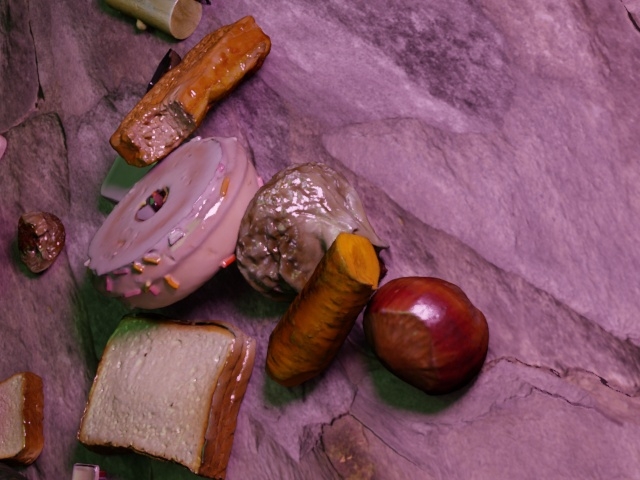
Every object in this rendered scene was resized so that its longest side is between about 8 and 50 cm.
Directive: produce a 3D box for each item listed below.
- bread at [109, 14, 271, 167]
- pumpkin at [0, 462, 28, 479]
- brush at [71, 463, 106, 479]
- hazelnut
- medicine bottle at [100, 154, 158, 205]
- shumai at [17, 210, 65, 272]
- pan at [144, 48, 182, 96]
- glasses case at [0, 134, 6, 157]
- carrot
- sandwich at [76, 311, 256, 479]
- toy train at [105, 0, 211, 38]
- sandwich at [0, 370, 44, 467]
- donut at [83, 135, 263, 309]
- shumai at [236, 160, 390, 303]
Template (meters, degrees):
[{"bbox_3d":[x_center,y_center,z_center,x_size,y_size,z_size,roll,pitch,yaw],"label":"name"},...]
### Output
[{"bbox_3d":[-0.240,-0.285,1.868,0.185,0.109,0.380,-5,39,46],"label":"bread"},{"bbox_3d":[-0.608,0.541,1.712,0.300,0.207,0.300,-18,62,38],"label":"pumpkin"},{"bbox_3d":[-0.424,0.559,1.701,0.060,0.050,0.321,-2,74,25],"label":"brush"},{"bbox_3d":[0.164,0.149,1.517,0.201,0.160,0.170,44,107,-1],"label":"hazelnut"},{"bbox_3d":[-0.368,-0.150,1.983,0.119,0.069,0.183,18,78,34],"label":"medicine bottle"},{"bbox_3d":[-0.607,-0.010,2.040,0.123,0.105,0.139,-36,30,14],"label":"shumai"},{"bbox_3d":[-0.320,-0.330,2.003,0.128,0.048,0.202,-64,17,8],"label":"pan"},{"bbox_3d":[-0.823,-0.230,2.279,0.196,0.050,0.083,17,74,33],"label":"glasses case"},{"bbox_3d":[0.003,0.121,1.558,0.302,0.114,0.114,-57,46,37],"label":"carrot"},{"bbox_3d":[-0.271,0.267,1.719,0.301,0.099,0.271,3,65,33],"label":"sandwich"},{"bbox_3d":[-0.356,-0.560,2.158,0.307,0.126,0.189,30,116,35],"label":"toy train"},{"bbox_3d":[-0.643,0.366,1.894,0.214,0.065,0.186,-22,59,18],"label":"sandwich"},{"bbox_3d":[-0.260,-0.026,1.757,0.382,0.142,0.382,-33,28,21],"label":"donut"},{"bbox_3d":[-0.001,-0.001,1.641,0.218,0.189,0.256,22,91,33],"label":"shumai"}]
